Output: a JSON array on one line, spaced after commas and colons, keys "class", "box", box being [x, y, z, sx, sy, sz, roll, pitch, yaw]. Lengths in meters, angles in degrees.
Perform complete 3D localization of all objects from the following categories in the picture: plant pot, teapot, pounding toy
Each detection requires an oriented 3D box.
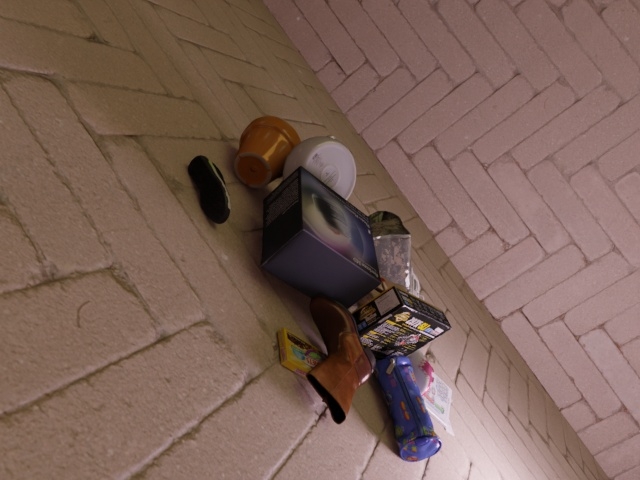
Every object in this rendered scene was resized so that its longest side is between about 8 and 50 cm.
[{"class": "plant pot", "box": [-0.184, -0.267, 1.883, 0.205, 0.205, 0.188, 47, 36, -16]}, {"class": "teapot", "box": [-0.028, -0.206, 1.843, 0.256, 0.252, 0.187, -5, 13, -37]}, {"class": "pounding toy", "box": [0.215, 0.156, 1.983, 0.154, 0.155, 0.269, -18, 59, -41]}]

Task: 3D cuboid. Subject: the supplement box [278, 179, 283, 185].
[{"class": "supplement box", "box": [-0.042, -0.110, 1.946, 0.233, 0.080, 0.078, 36, 1, 14]}]

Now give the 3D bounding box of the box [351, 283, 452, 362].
[{"class": "box", "box": [0.206, 0.265, 1.732, 0.322, 0.257, 0.079, 28, 30, -49]}]

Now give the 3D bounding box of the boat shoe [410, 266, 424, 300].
[{"class": "boat shoe", "box": [0.338, 0.200, 2.321, 0.156, 0.136, 0.367, 45, 24, -20]}]

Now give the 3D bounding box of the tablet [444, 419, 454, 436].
[{"class": "tablet", "box": [0.432, 0.623, 2.003, 0.054, 0.006, 0.083, 42, 23, -30]}]

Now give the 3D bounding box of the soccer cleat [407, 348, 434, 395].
[{"class": "soccer cleat", "box": [0.280, 0.383, 1.948, 0.143, 0.116, 0.331, 30, 23, -14]}]

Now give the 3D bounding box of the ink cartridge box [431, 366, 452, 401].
[{"class": "ink cartridge box", "box": [0.402, 0.487, 2.112, 0.145, 0.045, 0.179, 41, 25, -31]}]

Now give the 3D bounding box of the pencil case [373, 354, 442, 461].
[{"class": "pencil case", "box": [0.240, 0.463, 1.668, 0.133, 0.119, 0.306, 75, -2, -46]}]

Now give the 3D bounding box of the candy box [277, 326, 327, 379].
[{"class": "candy box", "box": [-0.027, 0.306, 1.479, 0.206, 0.027, 0.105, 39, 27, -35]}]

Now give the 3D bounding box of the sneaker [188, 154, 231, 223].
[{"class": "sneaker", "box": [-0.277, -0.140, 1.589, 0.097, 0.084, 0.235, 26, 33, -54]}]

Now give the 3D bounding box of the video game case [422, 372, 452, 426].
[{"class": "video game case", "box": [0.386, 0.525, 1.974, 0.157, 0.019, 0.143, 44, 43, -24]}]

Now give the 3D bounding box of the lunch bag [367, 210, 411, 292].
[{"class": "lunch bag", "box": [0.238, 0.038, 2.195, 0.287, 0.169, 0.235, -101, -173, -70]}]

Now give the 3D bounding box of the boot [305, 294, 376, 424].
[{"class": "boot", "box": [0.016, 0.289, 1.484, 0.264, 0.096, 0.280, 61, 27, -2]}]

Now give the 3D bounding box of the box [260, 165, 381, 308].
[{"class": "box", "box": [0.000, 0.000, 1.652, 0.296, 0.183, 0.294, 34, 31, -29]}]
